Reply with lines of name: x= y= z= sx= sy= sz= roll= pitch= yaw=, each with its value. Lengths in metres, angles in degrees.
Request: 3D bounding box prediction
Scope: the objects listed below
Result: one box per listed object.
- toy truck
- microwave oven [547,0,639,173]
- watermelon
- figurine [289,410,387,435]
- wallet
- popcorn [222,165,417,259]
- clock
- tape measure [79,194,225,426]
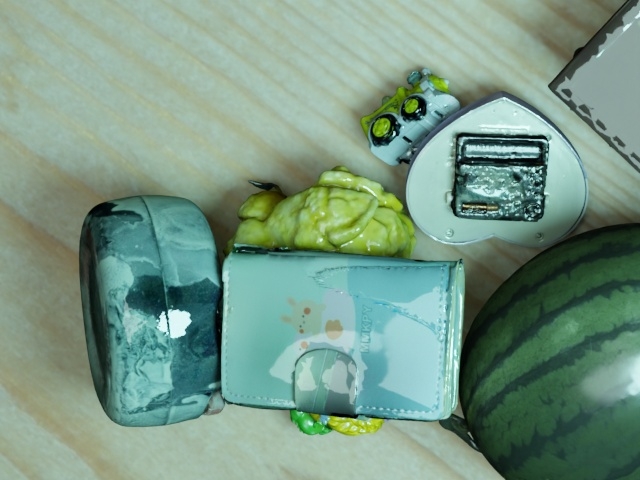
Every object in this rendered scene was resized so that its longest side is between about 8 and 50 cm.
toy truck: x=0.099 y=-0.142 z=1.774 sx=0.111 sy=0.076 sz=0.077 roll=-38 pitch=51 yaw=16
microwave oven: x=0.385 y=-0.151 z=1.641 sx=0.247 sy=0.178 sz=0.188 roll=43 pitch=106 yaw=4
watermelon: x=0.294 y=0.135 z=1.662 sx=0.359 sy=0.279 sz=0.279 roll=-36 pitch=90 yaw=23
figurine: x=0.048 y=0.184 z=1.838 sx=0.156 sy=0.095 sz=0.115 roll=-40 pitch=128 yaw=21
wallet: x=0.021 y=0.097 z=1.663 sx=0.250 sy=0.075 sz=0.176 roll=4 pitch=95 yaw=17
popcorn: x=0.006 y=0.002 z=1.780 sx=0.195 sy=0.168 sz=0.173 roll=-10 pitch=75 yaw=29
clock: x=0.193 y=-0.073 z=1.733 sx=0.198 sy=0.064 sz=0.172 roll=2 pitch=113 yaw=0
tape measure: x=-0.185 y=0.077 z=1.790 sx=0.147 sy=0.275 sz=0.256 roll=-7 pitch=94 yaw=-16
